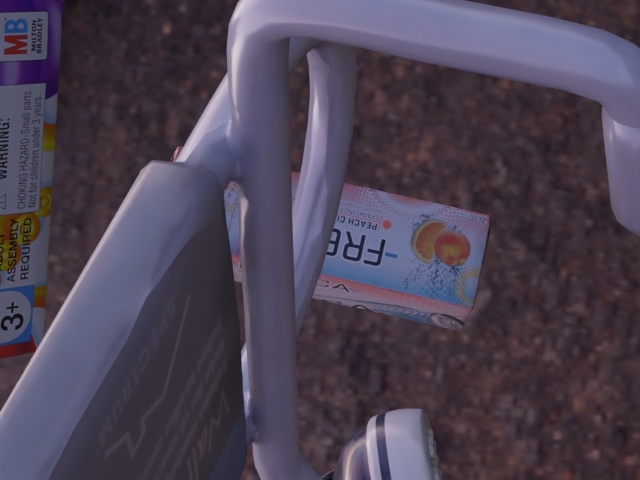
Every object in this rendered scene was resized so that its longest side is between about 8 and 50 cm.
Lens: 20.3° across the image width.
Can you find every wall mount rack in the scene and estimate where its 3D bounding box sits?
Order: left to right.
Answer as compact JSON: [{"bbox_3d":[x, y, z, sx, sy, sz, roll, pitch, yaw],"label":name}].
[{"bbox_3d":[-0.005,0.127,0.378,0.304,0.130,0.350,86,-156,-50],"label":"wall mount rack"}]

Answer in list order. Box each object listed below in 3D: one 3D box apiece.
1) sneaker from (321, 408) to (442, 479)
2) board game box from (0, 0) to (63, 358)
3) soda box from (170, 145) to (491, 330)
[{"bbox_3d":[0.016,0.215,0.909,0.126,0.127,0.321,-95,-3,-47],"label":"sneaker"},{"bbox_3d":[-0.245,-0.029,0.610,0.144,0.275,0.142,23,114,45],"label":"board game box"},{"bbox_3d":[0.000,0.000,1.009,0.063,0.183,0.058,98,-175,-76],"label":"soda box"}]
